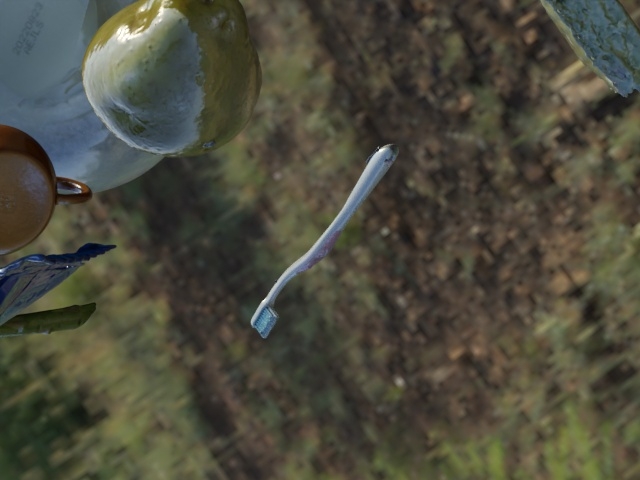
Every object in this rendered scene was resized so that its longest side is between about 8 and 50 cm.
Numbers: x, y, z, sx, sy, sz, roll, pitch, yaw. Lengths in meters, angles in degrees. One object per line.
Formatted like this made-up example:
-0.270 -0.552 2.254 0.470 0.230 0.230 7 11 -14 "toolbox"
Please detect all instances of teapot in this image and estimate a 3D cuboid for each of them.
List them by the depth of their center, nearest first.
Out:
-0.273 -0.046 1.439 0.116 0.173 0.116 -6 84 62 "teapot"

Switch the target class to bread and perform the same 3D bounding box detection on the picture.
0.281 -0.223 1.786 0.172 0.064 0.232 53 -171 24 "bread"

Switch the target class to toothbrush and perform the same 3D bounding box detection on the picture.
0.000 0.000 1.264 0.022 0.017 0.204 53 128 23 "toothbrush"

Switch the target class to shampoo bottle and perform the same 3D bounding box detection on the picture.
-0.301 -0.216 2.071 0.322 0.322 0.317 56 178 -1 "shampoo bottle"

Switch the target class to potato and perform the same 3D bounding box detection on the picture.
-0.121 -0.155 1.506 0.157 0.157 0.194 52 148 12 "potato"

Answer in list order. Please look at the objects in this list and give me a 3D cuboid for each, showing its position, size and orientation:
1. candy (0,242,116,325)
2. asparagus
-0.298 0.060 1.087 0.187 0.331 0.077 -31 -74 -85 "candy"
-0.318 0.082 1.702 0.034 0.236 0.027 23 110 47 "asparagus"
